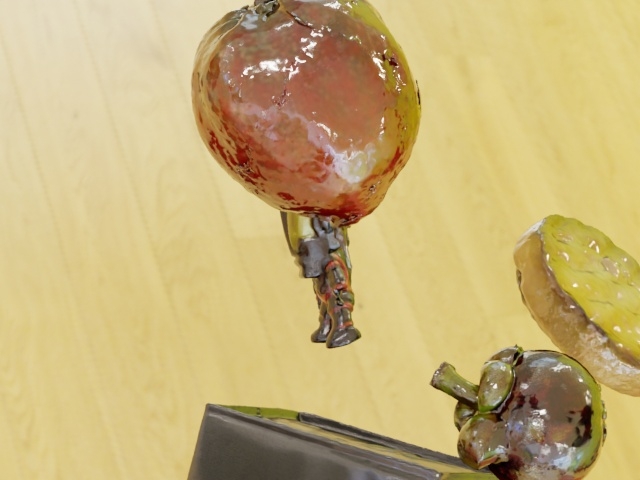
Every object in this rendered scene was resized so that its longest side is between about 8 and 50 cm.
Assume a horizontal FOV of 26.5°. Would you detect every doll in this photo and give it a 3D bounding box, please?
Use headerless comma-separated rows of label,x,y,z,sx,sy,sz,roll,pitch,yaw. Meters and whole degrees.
doll,-0.002,0.000,1.593,0.088,0.127,0.249,-10,96,-40

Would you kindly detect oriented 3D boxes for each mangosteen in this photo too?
mangosteen,0.230,0.205,1.521,0.184,0.172,0.172,-12,65,-16

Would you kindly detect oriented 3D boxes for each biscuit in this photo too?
biscuit,0.387,0.096,1.908,0.296,0.102,0.296,31,32,-22

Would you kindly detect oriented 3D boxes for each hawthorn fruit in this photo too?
hawthorn fruit,-0.006,-0.090,1.103,0.181,0.181,0.235,-33,114,-42

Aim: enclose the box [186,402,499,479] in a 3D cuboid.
box,0.026,0.337,1.652,0.251,0.345,0.204,18,85,-60
